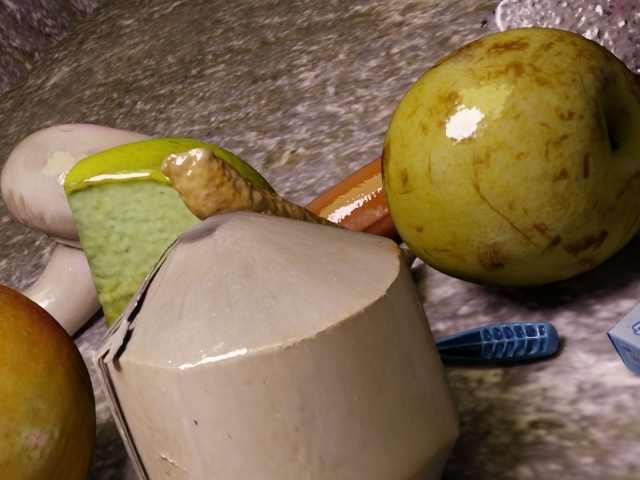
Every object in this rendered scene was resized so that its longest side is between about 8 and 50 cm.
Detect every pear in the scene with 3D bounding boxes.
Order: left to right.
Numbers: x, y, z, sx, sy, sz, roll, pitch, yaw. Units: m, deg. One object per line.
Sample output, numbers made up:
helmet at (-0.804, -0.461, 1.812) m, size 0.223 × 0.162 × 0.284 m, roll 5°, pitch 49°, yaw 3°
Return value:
pear at (-0.133, 0.029, 1.242) m, size 0.238 × 0.343 × 0.318 m, roll -10°, pitch 19°, yaw 6°
pear at (0.198, -0.081, 1.081) m, size 0.283 × 0.284 × 0.284 m, roll -26°, pitch 27°, yaw 15°

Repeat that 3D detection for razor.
razor at (0.123, 0.110, 1.087) m, size 0.253 × 0.042 × 0.082 m, roll -12°, pitch 76°, yaw 37°

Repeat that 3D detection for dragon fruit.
dragon fruit at (0.372, -0.299, 1.335) m, size 0.283 × 0.204 × 0.221 m, roll -44°, pitch -5°, yaw 16°

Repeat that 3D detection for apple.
apple at (-0.444, 0.229, 1.187) m, size 0.383 × 0.374 × 0.374 m, roll -14°, pitch 32°, yaw 25°

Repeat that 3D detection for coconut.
coconut at (-0.036, 0.119, 0.931) m, size 0.323 × 0.323 × 0.323 m, roll -26°, pitch 27°, yaw 15°

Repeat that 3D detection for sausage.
sausage at (0.066, -0.043, 1.342) m, size 0.274 × 0.105 × 0.105 m, roll -32°, pitch 26°, yaw 4°

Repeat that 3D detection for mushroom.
mushroom at (-0.355, -0.055, 1.627) m, size 0.356 × 0.315 × 0.315 m, roll -26°, pitch 27°, yaw 10°

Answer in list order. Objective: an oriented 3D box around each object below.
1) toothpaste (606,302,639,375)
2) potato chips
toothpaste at (0.337, 0.111, 0.827) m, size 0.066 × 0.053 × 0.272 m, roll -39°, pitch 27°, yaw -10°
potato chips at (0.000, 0.000, 1.103) m, size 0.057 × 0.407 × 0.080 m, roll -35°, pitch 57°, yaw 23°
